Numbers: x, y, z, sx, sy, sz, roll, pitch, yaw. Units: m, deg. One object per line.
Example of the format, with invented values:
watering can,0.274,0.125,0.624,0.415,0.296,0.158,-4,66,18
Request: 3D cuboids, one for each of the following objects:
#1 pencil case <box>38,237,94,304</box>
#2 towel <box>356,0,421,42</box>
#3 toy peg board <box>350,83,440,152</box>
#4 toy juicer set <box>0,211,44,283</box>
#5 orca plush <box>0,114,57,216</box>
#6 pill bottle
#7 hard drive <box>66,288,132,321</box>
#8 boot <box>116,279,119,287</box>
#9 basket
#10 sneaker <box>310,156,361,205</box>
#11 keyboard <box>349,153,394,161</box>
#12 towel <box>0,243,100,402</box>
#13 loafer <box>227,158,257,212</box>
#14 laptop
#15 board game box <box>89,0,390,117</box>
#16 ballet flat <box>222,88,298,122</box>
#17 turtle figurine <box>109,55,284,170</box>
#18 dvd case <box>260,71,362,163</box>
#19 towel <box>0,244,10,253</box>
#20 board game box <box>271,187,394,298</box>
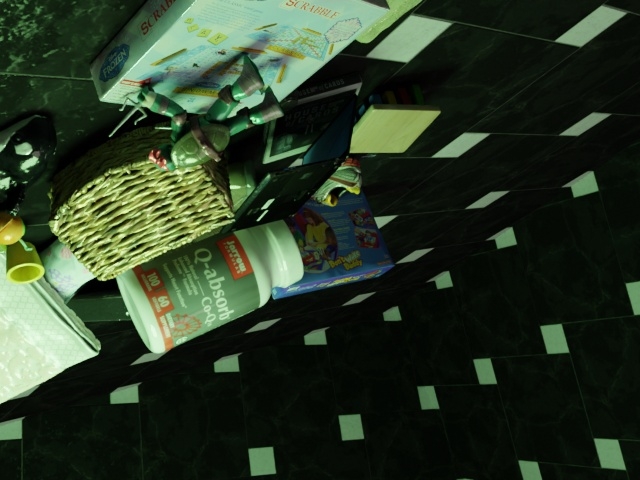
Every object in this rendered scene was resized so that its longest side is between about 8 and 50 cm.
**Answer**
pencil case,-0.516,0.047,1.634,0.273,0.124,0.113,-32,162,30
towel,0.096,-0.371,1.241,0.148,0.027,0.110,-31,161,29
toy peg board,0.132,-0.255,1.609,0.161,0.079,0.161,-4,156,-27
toy juicer set,-0.673,0.040,1.384,0.329,0.089,0.209,-13,149,-18
orca plush,-0.518,-0.083,1.229,0.287,0.102,0.151,-25,164,10
pill bottle,-0.236,0.079,1.691,0.363,0.210,0.210,-24,166,-20
hard drive,-0.468,0.153,1.927,0.339,0.064,0.237,-5,-178,32
boot,-0.418,0.071,1.917,0.190,0.086,0.069,-12,161,-34
basket,-0.332,-0.111,1.412,0.299,0.223,0.213,-25,131,9
sneaker,-0.009,-0.119,1.803,0.225,0.092,0.088,-18,167,27
keyboard,0.120,-0.212,1.825,0.180,0.023,0.108,-11,167,-38
towel,-0.679,0.185,1.626,0.317,0.053,0.331,-26,120,11
loafer,-0.189,-0.110,1.620,0.088,0.094,0.251,-5,167,-13
laptop,-0.058,-0.143,1.458,0.264,0.136,0.234,-16,163,-34
board game box,-0.114,-0.295,1.134,0.318,0.065,0.319,-32,161,35
ballet flat,-0.121,-0.238,1.382,0.173,0.049,0.057,-17,159,6
turtle figurine,-0.178,-0.169,1.155,0.234,0.118,0.175,-28,164,6
dvd case,-0.024,-0.236,1.531,0.179,0.029,0.238,-19,165,-15
towel,-0.642,0.012,1.487,0.083,0.009,0.060,-25,122,3
board game box,0.000,0.000,1.976,0.347,0.233,0.078,-9,160,-38
